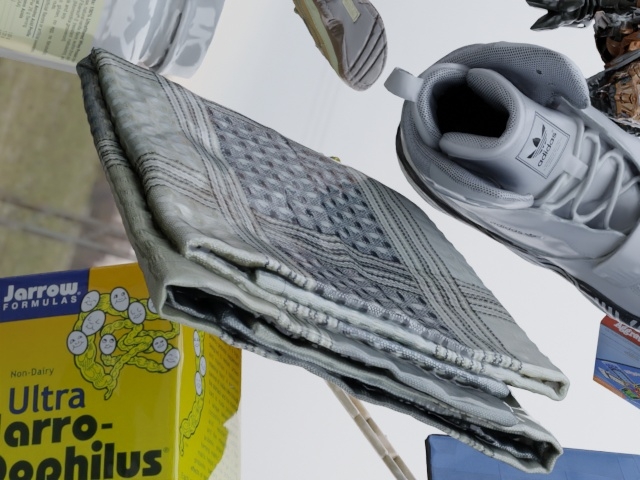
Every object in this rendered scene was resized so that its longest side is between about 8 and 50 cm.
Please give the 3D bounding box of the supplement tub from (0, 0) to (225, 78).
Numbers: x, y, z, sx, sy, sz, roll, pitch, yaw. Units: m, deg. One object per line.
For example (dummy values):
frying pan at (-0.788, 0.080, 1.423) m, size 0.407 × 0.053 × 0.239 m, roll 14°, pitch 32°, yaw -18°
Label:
supplement tub at (-0.244, -0.267, 1.218) m, size 0.235 × 0.325 × 0.235 m, roll -168°, pitch -90°, yaw -74°

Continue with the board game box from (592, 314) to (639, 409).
board game box at (0.517, 0.223, 2.101) m, size 0.027 × 0.281 × 0.145 m, roll -40°, pitch 147°, yaw -28°

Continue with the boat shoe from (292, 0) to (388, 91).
boat shoe at (0.009, -0.218, 1.404) m, size 0.068 × 0.072 × 0.190 m, roll -50°, pitch 146°, yaw -17°

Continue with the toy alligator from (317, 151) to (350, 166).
toy alligator at (-0.010, -0.046, 1.256) m, size 0.190 × 0.056 × 0.051 m, roll 6°, pitch 86°, yaw -71°

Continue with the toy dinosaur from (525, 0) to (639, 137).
toy dinosaur at (0.307, -0.148, 1.304) m, size 0.218 × 0.322 × 0.164 m, roll 6°, pitch -92°, yaw 36°

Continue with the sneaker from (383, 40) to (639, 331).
sneaker at (0.207, -0.033, 1.115) m, size 0.137 × 0.366 × 0.210 m, roll -62°, pitch 163°, yaw -3°

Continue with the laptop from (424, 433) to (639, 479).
laptop at (0.308, 0.164, 1.131) m, size 0.408 × 0.236 × 0.382 m, roll -48°, pitch -169°, yaw 15°

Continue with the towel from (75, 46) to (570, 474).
towel at (0.000, 0.000, 0.957) m, size 0.056 × 0.312 × 0.324 m, roll -54°, pitch -148°, yaw 17°

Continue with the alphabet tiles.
alphabet tiles at (0.014, 0.141, 1.509) m, size 0.021 × 0.284 × 0.278 m, roll -36°, pitch -154°, yaw -3°

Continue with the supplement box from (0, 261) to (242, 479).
supplement box at (-0.191, 0.220, 1.344) m, size 0.195 × 0.194 × 0.356 m, roll 58°, pitch 28°, yaw -63°
